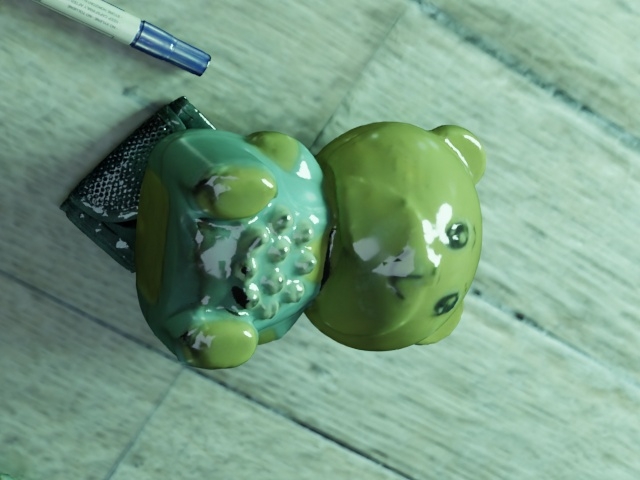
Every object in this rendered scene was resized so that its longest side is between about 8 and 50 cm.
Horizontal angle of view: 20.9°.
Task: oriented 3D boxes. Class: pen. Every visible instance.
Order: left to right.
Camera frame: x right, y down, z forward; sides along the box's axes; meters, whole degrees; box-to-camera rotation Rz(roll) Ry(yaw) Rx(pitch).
[{"bbox_3d":[-0.171,-0.169,1.258,0.204,0.025,0.025,24,106,-22],"label":"pen"}]

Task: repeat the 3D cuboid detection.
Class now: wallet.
[{"bbox_3d":[-0.125,-0.041,1.322,0.129,0.026,0.088,-41,116,6],"label":"wallet"}]

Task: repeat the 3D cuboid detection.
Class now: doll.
[{"bbox_3d":[0.000,0.000,1.283,0.261,0.161,0.177,-1,107,-24],"label":"doll"}]

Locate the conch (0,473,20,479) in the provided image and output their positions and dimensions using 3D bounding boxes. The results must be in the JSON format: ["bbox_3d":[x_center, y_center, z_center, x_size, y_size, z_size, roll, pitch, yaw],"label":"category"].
[{"bbox_3d":[-0.266,0.216,1.387,0.076,0.056,0.085,-44,147,-11],"label":"conch"}]
